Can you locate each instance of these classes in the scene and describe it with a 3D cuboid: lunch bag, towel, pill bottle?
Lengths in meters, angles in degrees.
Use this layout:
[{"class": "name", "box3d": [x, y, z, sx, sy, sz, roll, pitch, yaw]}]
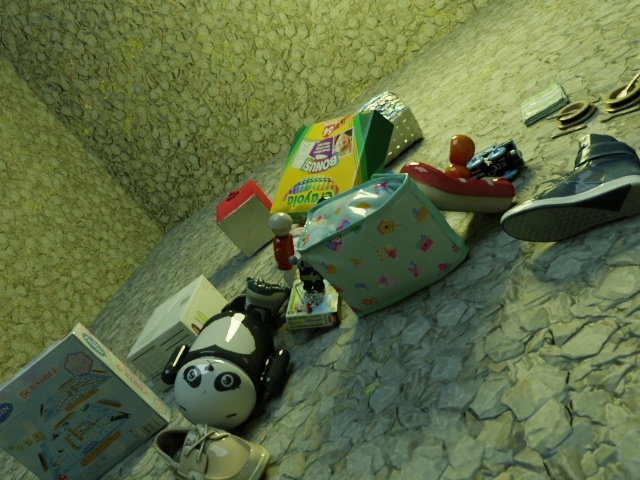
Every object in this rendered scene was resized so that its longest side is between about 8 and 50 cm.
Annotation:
[{"class": "lunch bag", "box3d": [0.123, -0.001, 1.044, 0.262, 0.223, 0.160, -27, 29, 31]}, {"class": "towel", "box3d": [0.561, -0.351, 1.363, 0.113, 0.023, 0.152, -27, 21, 29]}, {"class": "pill bottle", "box3d": [-0.052, 0.049, 1.446, 0.108, 0.108, 0.193, -33, 19, 16]}]

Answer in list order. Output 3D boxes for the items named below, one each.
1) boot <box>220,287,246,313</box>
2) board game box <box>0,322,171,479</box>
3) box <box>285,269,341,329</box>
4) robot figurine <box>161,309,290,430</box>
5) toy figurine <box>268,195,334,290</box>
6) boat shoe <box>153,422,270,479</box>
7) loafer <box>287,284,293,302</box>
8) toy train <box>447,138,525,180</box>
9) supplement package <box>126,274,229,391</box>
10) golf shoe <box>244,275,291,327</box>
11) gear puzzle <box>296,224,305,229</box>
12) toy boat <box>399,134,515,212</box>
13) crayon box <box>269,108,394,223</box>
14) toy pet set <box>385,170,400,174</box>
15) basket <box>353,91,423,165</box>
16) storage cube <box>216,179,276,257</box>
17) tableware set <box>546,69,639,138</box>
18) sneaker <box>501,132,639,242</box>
[{"class": "boot", "box3d": [-0.188, 0.153, 1.526, 0.198, 0.077, 0.137, -19, 21, 43]}, {"class": "board game box", "box3d": [-0.583, 0.409, 1.268, 0.319, 0.318, 0.066, -38, 18, 1]}, {"class": "box", "box3d": [-0.009, 0.125, 1.225, 0.114, 0.036, 0.207, -7, 25, 8]}, {"class": "robot figurine", "box3d": [-0.193, 0.257, 1.113, 0.209, 0.173, 0.278, -37, 17, 26]}, {"class": "toy figurine", "box3d": [0.000, 0.000, 1.260, 0.213, 0.148, 0.209, -18, 27, -23]}, {"class": "boat shoe", "box3d": [-0.207, 0.384, 0.958, 0.302, 0.098, 0.109, -17, 28, 49]}, {"class": "loafer", "box3d": [-0.054, 0.151, 1.298, 0.056, 0.050, 0.148, -39, 18, 0]}, {"class": "toy train", "box3d": [0.365, -0.163, 1.207, 0.184, 0.080, 0.105, -27, 15, 32]}, {"class": "supplement package", "box3d": [-0.391, 0.258, 1.535, 0.204, 0.145, 0.262, -34, 19, 15]}, {"class": "golf shoe", "box3d": [-0.133, 0.157, 1.280, 0.273, 0.105, 0.120, 104, -178, -76]}, {"class": "gear puzzle", "box3d": [-0.045, -0.023, 1.706, 0.175, 0.044, 0.339, -34, 19, 15]}, {"class": "toy boat", "box3d": [0.269, -0.134, 1.064, 0.231, 0.151, 0.151, 1, 6, -21]}, {"class": "crayon box", "box3d": [0.027, -0.213, 1.647, 0.363, 0.106, 0.313, -1, 68, 49]}, {"class": "toy pet set", "box3d": [0.222, -0.186, 1.551, 0.114, 0.065, 0.122, -44, 18, -17]}, {"class": "basket", "box3d": [0.205, -0.400, 1.873, 0.255, 0.201, 0.289, -41, 28, -2]}, {"class": "storage cube", "box3d": [-0.267, -0.084, 2.022, 0.184, 0.215, 0.193, -37, 24, 5]}, {"class": "tableware set", "box3d": [0.591, -0.297, 1.149, 0.194, 0.039, 0.128, -15, 29, 51]}, {"class": "sneaker", "box3d": [0.414, -0.089, 0.895, 0.226, 0.086, 0.163, -17, 37, 28]}]
